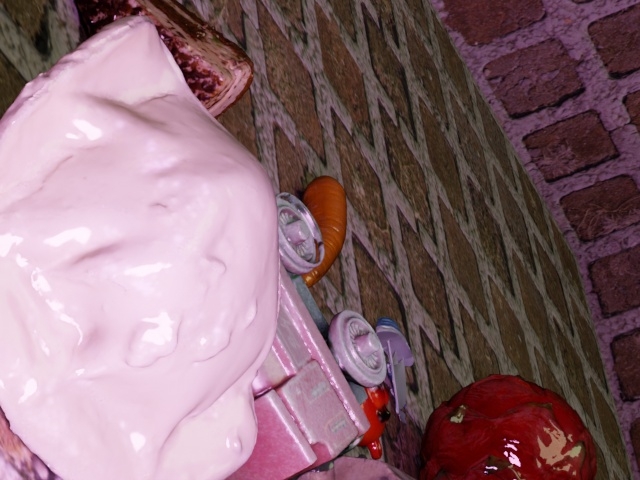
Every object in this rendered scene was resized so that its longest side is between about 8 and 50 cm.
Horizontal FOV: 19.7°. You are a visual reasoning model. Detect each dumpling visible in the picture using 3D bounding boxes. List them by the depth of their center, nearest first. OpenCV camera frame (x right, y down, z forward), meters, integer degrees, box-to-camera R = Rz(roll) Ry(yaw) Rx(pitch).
[{"bbox_3d":[-0.173,0.035,1.474,0.315,0.233,0.395,-30,115,-44],"label":"dumpling"}]

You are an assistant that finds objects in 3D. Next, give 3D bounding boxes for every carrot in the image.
[{"bbox_3d":[0.000,0.000,2.316,0.271,0.062,0.066,-82,-179,-55],"label":"carrot"}]

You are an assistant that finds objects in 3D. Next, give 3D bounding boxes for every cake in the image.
[{"bbox_3d":[-0.166,-0.227,1.883,0.246,0.135,0.112,69,16,4],"label":"cake"}]

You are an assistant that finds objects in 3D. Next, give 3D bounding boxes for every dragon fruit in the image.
[{"bbox_3d":[0.238,0.290,2.409,0.299,0.244,0.244,-75,141,-66],"label":"dragon fruit"}]

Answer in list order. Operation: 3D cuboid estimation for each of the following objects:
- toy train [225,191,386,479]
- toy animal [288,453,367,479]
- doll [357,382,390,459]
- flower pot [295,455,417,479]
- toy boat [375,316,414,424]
[{"bbox_3d":[-0.064,0.089,1.787,0.304,0.150,0.221,60,28,-2],"label":"toy train"},{"bbox_3d":[0.022,0.282,1.937,0.269,0.082,0.137,25,46,-68],"label":"toy animal"},{"bbox_3d":[0.005,0.143,2.011,0.217,0.085,0.183,52,9,17],"label":"doll"},{"bbox_3d":[0.074,0.335,1.714,0.259,0.290,0.290,40,30,-38],"label":"flower pot"},{"bbox_3d":[0.109,0.174,2.491,0.105,0.034,0.149,17,52,-69],"label":"toy boat"}]
